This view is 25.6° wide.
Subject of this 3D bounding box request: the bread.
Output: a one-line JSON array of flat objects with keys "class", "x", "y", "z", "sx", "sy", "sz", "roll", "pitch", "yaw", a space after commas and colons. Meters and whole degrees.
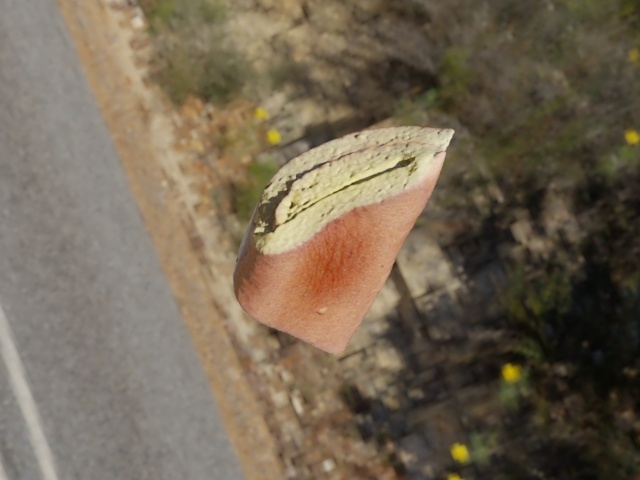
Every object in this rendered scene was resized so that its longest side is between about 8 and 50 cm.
[{"class": "bread", "x": 0.000, "y": -0.001, "z": 0.878, "sx": 0.192, "sy": 0.119, "sz": 0.067, "roll": -61, "pitch": -137, "yaw": 42}]
